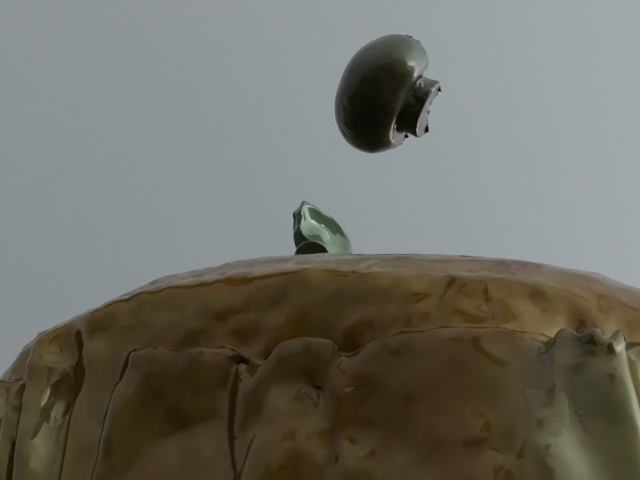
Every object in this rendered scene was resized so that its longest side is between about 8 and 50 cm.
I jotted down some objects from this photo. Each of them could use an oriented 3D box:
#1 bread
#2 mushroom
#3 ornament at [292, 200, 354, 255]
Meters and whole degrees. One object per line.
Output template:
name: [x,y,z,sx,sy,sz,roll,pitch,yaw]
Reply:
bread: [0.022,0.123,0.410,0.388,0.183,0.236,0,-44,19]
mushroom: [0.084,-0.204,1.524,0.117,0.141,0.188,-36,-32,-45]
ornament: [0.000,0.001,0.869,0.041,0.068,0.092,-38,-18,12]
